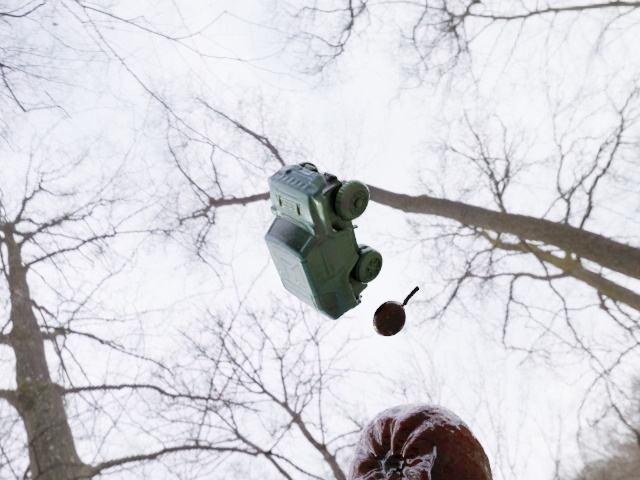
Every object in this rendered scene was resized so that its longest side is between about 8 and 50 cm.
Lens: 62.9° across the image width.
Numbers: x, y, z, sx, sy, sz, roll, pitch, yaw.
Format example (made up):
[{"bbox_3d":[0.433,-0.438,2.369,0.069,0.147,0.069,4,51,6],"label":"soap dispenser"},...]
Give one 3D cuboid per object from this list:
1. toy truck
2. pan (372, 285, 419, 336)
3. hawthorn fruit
[{"bbox_3d":[0.000,0.000,0.916,0.156,0.155,0.279,-40,-46,-24],"label":"toy truck"},{"bbox_3d":[0.142,0.124,0.928,0.115,0.023,0.068,-45,-64,-13],"label":"pan"},{"bbox_3d":[0.288,0.643,1.403,0.403,0.403,0.402,-16,-62,-33],"label":"hawthorn fruit"}]
